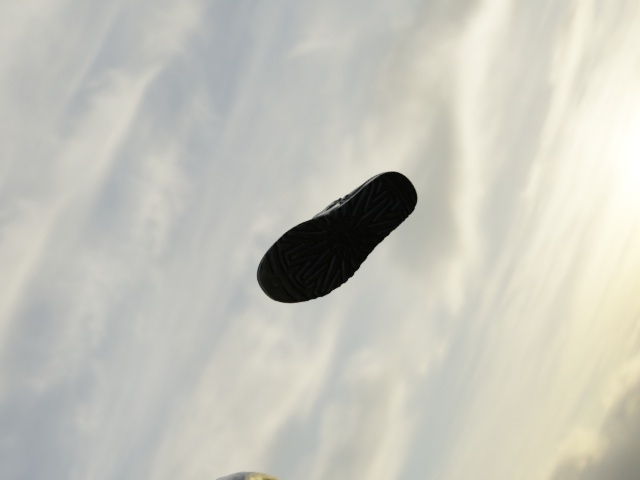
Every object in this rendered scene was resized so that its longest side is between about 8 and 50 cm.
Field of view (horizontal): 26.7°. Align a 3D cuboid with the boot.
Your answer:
[{"bbox_3d":[0.000,0.003,1.337,0.190,0.076,0.208,-32,7,-16],"label":"boot"}]

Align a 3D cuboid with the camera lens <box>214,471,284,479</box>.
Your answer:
[{"bbox_3d":[-0.071,0.342,1.082,0.274,0.219,0.219,-49,-15,7],"label":"camera lens"}]
